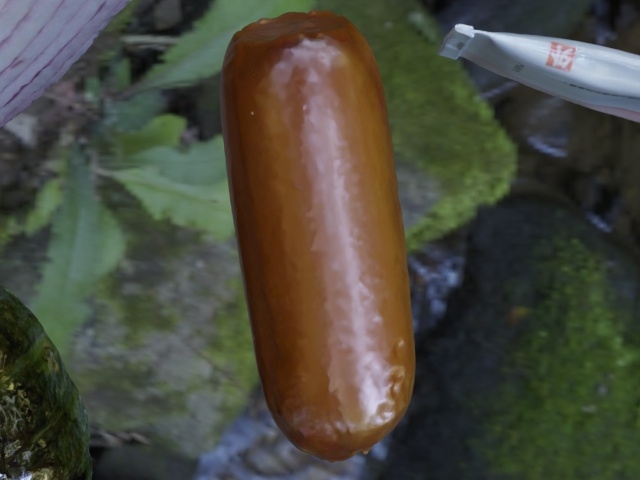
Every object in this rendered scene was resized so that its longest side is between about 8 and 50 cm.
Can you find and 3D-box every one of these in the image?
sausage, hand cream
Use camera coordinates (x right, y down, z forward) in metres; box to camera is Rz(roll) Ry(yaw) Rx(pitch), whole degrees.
[{"bbox_3d":[0.000,0.000,0.868,0.076,0.076,0.197,-13,100,-27],"label":"sausage"},{"bbox_3d":[0.160,-0.063,0.914,0.216,0.052,0.038,16,54,-3],"label":"hand cream"}]

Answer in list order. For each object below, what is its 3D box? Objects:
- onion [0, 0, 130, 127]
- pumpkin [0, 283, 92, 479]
[{"bbox_3d":[-0.220,-0.105,0.804,0.267,0.349,0.159,-16,70,-34],"label":"onion"},{"bbox_3d":[-0.244,0.114,1.072,0.238,0.159,0.238,1,114,2],"label":"pumpkin"}]
